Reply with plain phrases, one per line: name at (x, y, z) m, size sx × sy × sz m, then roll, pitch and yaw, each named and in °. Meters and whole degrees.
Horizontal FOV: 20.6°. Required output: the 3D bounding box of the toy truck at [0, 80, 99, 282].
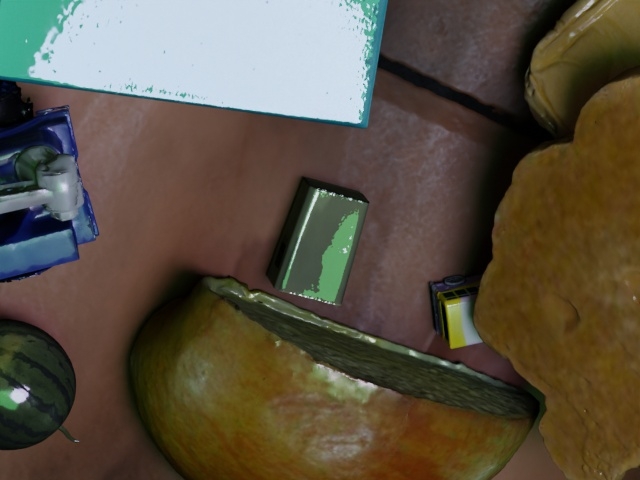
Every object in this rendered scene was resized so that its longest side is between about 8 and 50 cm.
toy truck at (-0.277, -0.020, 1.318) m, size 0.213 × 0.177 × 0.161 m, roll -15°, pitch 112°, yaw -8°

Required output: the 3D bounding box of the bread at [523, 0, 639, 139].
bread at (0.267, -0.146, 1.407) m, size 0.190 × 0.132 × 0.114 m, roll -44°, pitch 147°, yaw 25°

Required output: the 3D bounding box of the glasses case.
glasses case at (-0.103, -0.165, 1.368) m, size 0.301 × 0.070 × 0.117 m, roll 8°, pitch 101°, yaw -13°

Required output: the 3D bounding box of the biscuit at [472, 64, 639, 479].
biscuit at (0.255, 0.040, 1.365) m, size 0.051 × 0.269 × 0.376 m, roll -28°, pitch 140°, yaw -47°

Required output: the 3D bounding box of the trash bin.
trash bin at (0.000, 0.000, 1.460) m, size 0.061 × 0.043 × 0.092 m, roll 15°, pitch 101°, yaw -17°

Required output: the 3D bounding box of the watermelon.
watermelon at (-0.242, 0.124, 1.413) m, size 0.133 × 0.105 × 0.105 m, roll 39°, pitch 97°, yaw -21°

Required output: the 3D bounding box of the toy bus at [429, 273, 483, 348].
toy bus at (0.150, 0.055, 1.502) m, size 0.102 × 0.058 × 0.052 m, roll -11°, pitch 111°, yaw -8°

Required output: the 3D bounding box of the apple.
apple at (0.014, 0.149, 1.470) m, size 0.346 × 0.254 × 0.179 m, roll 21°, pitch 62°, yaw -19°
